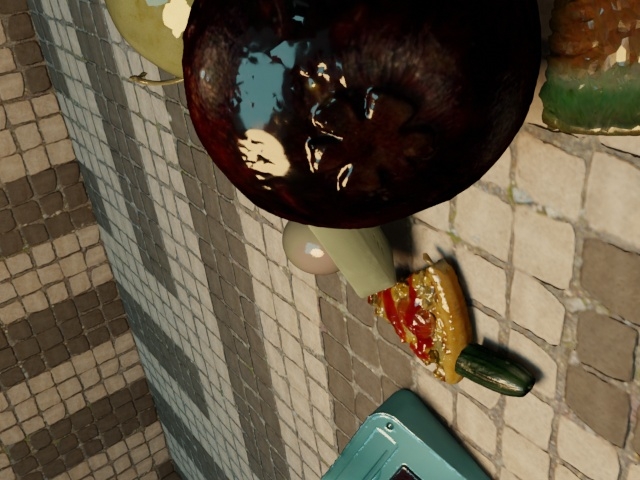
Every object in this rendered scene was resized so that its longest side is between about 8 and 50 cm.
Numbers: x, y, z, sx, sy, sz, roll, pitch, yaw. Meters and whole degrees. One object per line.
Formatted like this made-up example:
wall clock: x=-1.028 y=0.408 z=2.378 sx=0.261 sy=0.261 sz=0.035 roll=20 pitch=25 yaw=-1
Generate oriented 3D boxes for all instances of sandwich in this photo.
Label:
sandwich: x=0.252 y=-0.161 z=0.428 sx=0.292 sy=0.109 sz=0.212 roll=25 pitch=133 yaw=51

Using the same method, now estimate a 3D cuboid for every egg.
egg: x=0.000 y=0.000 z=0.990 sx=0.135 sy=0.103 sz=0.103 roll=7 pitch=118 yaw=55

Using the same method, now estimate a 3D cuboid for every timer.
timer: x=0.147 y=0.391 z=1.033 sx=0.250 sy=0.091 sz=0.231 roll=42 pitch=121 yaw=19

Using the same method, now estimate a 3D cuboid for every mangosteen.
mangosteen: x=0.030 y=-0.161 z=0.569 sx=0.297 sy=0.297 sz=0.293 roll=120 pitch=153 yaw=-57

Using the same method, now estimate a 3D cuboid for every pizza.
pizza: x=0.120 y=0.097 z=0.914 sx=0.199 sy=0.062 sz=0.188 roll=17 pitch=124 yaw=56

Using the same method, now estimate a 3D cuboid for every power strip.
power strip: x=-0.011 y=-0.081 z=0.797 sx=0.385 sy=0.062 sz=0.091 roll=55 pitch=-159 yaw=-36

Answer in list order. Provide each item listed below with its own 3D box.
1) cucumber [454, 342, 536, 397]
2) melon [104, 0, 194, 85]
cucumber: x=0.218 y=0.161 z=0.816 sx=0.105 sy=0.048 sz=0.048 roll=20 pitch=129 yaw=47
melon: x=-0.129 y=-0.325 z=0.781 sx=0.271 sy=0.272 sz=0.308 roll=51 pitch=166 yaw=24
